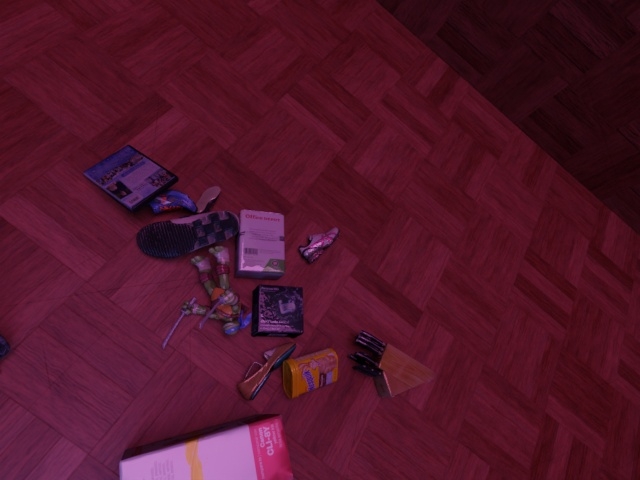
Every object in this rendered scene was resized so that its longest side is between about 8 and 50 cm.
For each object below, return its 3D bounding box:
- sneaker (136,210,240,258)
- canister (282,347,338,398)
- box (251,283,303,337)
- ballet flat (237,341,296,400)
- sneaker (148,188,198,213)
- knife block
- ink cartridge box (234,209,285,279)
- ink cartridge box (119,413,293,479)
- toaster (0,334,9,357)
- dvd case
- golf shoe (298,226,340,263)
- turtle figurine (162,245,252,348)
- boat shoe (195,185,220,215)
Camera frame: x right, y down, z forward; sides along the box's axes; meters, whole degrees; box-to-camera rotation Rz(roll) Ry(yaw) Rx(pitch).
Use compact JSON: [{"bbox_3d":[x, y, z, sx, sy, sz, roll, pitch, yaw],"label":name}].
[{"bbox_3d":[-0.424,-0.025,1.343,0.329,0.146,0.123,-10,100,-4],"label":"sneaker"},{"bbox_3d":[-0.031,0.426,1.322,0.169,0.073,0.126,-9,110,-29],"label":"canister"},{"bbox_3d":[-0.143,0.237,1.359,0.155,0.093,0.159,6,66,-21],"label":"box"},{"bbox_3d":[-0.171,0.396,1.297,0.073,0.080,0.232,35,57,15],"label":"ballet flat"},{"bbox_3d":[-0.516,-0.123,1.351,0.220,0.083,0.087,14,75,0],"label":"sneaker"},{"bbox_3d":[0.244,0.418,1.454,0.275,0.088,0.242,-11,75,-26],"label":"knife block"},{"bbox_3d":[-0.211,0.017,1.416,0.160,0.092,0.220,6,67,-21],"label":"ink cartridge box"},{"bbox_3d":[-0.300,0.577,1.049,0.383,0.279,0.161,-6,72,-25],"label":"ink cartridge box"},{"bbox_3d":[-0.880,0.247,0.987,0.146,0.227,0.129,28,59,9],"label":"toaster"},{"bbox_3d":[-0.611,-0.207,1.317,0.252,0.022,0.180,32,57,20],"label":"dvd case"},{"bbox_3d":[0.000,0.000,1.527,0.086,0.067,0.186,47,60,2],"label":"golf shoe"},{"bbox_3d":[-0.345,0.161,1.244,0.274,0.198,0.267,-5,68,-29],"label":"turtle figurine"},{"bbox_3d":[-0.396,-0.137,1.429,0.048,0.042,0.133,25,60,11],"label":"boat shoe"}]
